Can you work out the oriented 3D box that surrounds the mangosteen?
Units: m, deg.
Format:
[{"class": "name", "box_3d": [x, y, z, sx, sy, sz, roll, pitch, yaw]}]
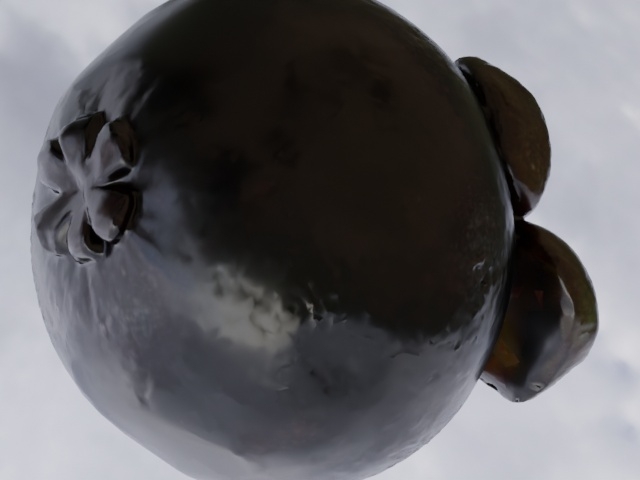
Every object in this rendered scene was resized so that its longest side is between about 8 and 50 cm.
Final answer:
[{"class": "mangosteen", "box_3d": [0.000, 0.000, 1.165, 0.435, 0.382, 0.382, 11, -145, -39]}]
